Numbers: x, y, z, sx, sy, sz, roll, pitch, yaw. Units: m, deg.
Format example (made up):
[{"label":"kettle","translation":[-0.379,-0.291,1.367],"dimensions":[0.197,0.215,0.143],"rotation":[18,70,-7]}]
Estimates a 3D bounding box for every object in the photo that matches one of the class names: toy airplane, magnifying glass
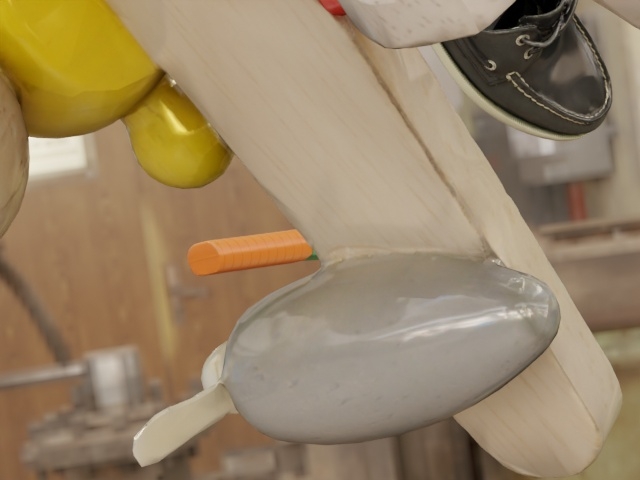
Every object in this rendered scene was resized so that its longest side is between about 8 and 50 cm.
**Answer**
[{"label":"toy airplane","translation":[-0.057,-0.085,0.613],"dimensions":[0.272,0.386,0.384],"rotation":[-46,-16,-15]},{"label":"magnifying glass","translation":[0.000,0.000,1.300],"dimensions":[0.092,0.026,0.231],"rotation":[-14,-2,40]}]

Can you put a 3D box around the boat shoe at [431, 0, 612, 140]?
[{"label":"boat shoe","translation":[0.161,-0.211,1.678],"dimensions":[0.113,0.340,0.127],"rotation":[-7,42,53]}]
